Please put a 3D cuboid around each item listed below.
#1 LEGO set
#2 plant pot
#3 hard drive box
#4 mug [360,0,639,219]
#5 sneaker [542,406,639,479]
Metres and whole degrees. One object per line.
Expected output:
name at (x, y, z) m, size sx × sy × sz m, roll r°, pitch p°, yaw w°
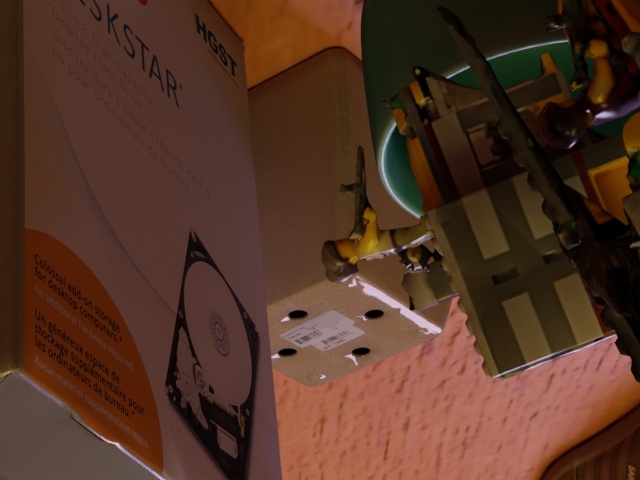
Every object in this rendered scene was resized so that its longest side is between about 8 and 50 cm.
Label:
LEGO set at (0.066, -0.080, 0.444) m, size 0.192 × 0.255 × 0.331 m, roll -22°, pitch -179°, yaw 5°
plant pot at (0.000, 0.000, 0.777) m, size 0.109 × 0.096 × 0.109 m, roll -25°, pitch 145°, yaw 27°
hard drive box at (-0.095, -0.011, 0.614) m, size 0.089 × 0.232 × 0.181 m, roll -18°, pitch 147°, yaw 17°
mug at (0.093, -0.075, 0.671) m, size 0.158 × 0.097 × 0.129 m, roll -1°, pitch 148°, yaw -9°
sneaker at (0.189, 0.156, 1.086) m, size 0.066 × 0.071 × 0.188 m, roll 7°, pitch 146°, yaw -20°
